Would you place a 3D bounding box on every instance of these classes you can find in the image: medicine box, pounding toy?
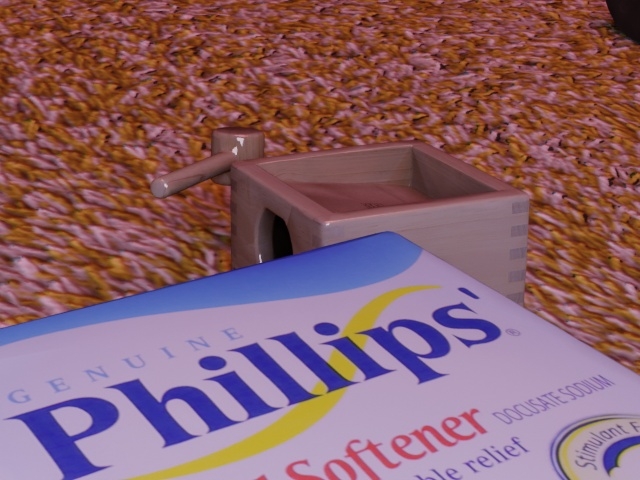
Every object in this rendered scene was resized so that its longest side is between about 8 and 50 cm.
[{"bbox_3d":[0.018,0.137,0.582,0.263,0.149,0.289,-14,34,-42],"label":"medicine box"},{"bbox_3d":[-0.011,0.000,0.950,0.181,0.094,0.206,-8,20,-24],"label":"pounding toy"}]

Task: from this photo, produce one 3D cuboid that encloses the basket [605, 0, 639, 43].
[{"bbox_3d":[0.406,-0.267,1.612,0.226,0.154,0.204,-12,30,-32],"label":"basket"}]
